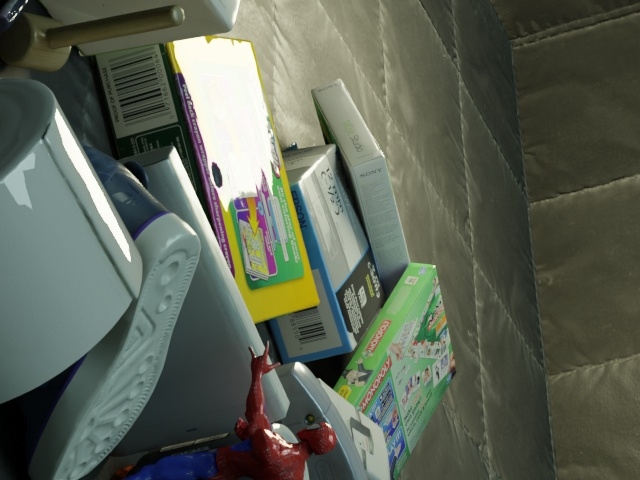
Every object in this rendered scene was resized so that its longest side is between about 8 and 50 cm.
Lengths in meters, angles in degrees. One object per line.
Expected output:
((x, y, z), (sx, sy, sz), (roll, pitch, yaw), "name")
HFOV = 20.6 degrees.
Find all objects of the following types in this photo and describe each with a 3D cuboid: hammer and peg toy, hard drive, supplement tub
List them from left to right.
((-0.201, -0.344, 1.833), (0.127, 0.266, 0.361), (8, 92, -58), "hammer and peg toy")
((-0.180, 0.069, 1.768), (0.040, 0.203, 0.307), (-72, 143, -59), "hard drive")
((-0.115, 0.263, 1.830), (0.117, 0.190, 0.117), (-16, 90, -72), "supplement tub")

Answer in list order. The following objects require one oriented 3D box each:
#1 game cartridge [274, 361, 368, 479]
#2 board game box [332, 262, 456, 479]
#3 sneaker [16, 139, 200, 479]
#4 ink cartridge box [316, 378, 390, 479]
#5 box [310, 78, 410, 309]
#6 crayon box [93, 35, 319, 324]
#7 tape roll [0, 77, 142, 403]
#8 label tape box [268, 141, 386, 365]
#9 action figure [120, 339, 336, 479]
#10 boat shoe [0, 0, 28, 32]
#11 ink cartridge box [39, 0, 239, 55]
((-0.044, 0.289, 2.015), (0.060, 0.196, 0.294), (-53, 127, -67), "game cartridge")
((0.105, 0.213, 2.536), (0.317, 0.046, 0.213), (-55, 142, -42), "board game box")
((-0.264, 0.054, 1.666), (0.236, 0.322, 0.130), (35, 27, 19), "sneaker")
((-0.026, 0.257, 2.154), (0.218, 0.159, 0.092), (46, 33, -57), "ink cartridge box")
((0.071, -0.053, 2.655), (0.232, 0.058, 0.322), (-115, -171, -53), "box")
((-0.134, -0.070, 2.176), (0.313, 0.106, 0.362), (-10, 86, -73), "crayon box")
((-0.290, 0.002, 1.434), (0.246, 0.246, 0.169), (-78, 147, -54), "tape roll")
((0.000, 0.000, 2.510), (0.347, 0.115, 0.249), (-47, 121, -67), "label tape box")
((-0.115, 0.199, 1.735), (0.091, 0.280, 0.139), (57, 25, -45), "action figure")
((-0.330, -0.279, 1.667), (0.340, 0.158, 0.127), (-83, 152, -48), "boat shoe")
((-0.180, -0.399, 2.038), (0.119, 0.207, 0.353), (52, 40, -48), "ink cartridge box")
